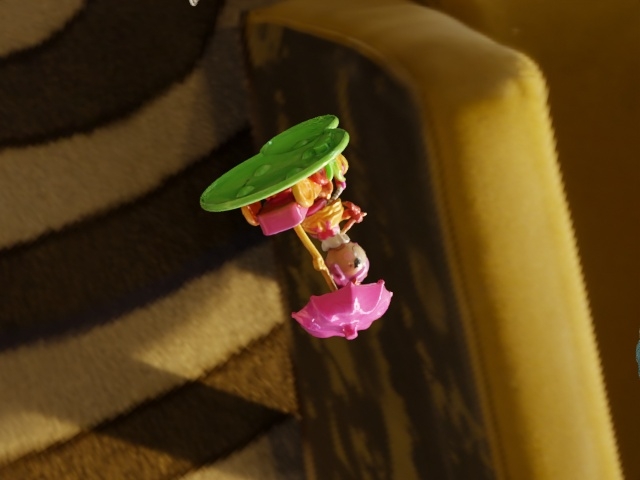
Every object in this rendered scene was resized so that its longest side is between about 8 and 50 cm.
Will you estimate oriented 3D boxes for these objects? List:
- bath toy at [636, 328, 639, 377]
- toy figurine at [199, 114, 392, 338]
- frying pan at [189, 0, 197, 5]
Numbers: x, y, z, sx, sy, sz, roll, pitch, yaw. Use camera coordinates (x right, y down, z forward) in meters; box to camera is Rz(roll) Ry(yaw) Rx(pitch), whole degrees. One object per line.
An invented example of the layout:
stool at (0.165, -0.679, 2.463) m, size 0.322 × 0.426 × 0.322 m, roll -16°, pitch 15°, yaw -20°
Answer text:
bath toy at (0.256, 0.148, 0.787) m, size 0.151 × 0.348 × 0.129 m, roll -21°, pitch 117°, yaw 12°
toy figurine at (0.000, 0.000, 1.324) m, size 0.130 × 0.173 × 0.159 m, roll -19°, pitch 108°, yaw 22°
frying pan at (-0.092, -0.312, 1.287) m, size 0.053 × 0.326 × 0.197 m, roll 3°, pitch 74°, yaw 0°
